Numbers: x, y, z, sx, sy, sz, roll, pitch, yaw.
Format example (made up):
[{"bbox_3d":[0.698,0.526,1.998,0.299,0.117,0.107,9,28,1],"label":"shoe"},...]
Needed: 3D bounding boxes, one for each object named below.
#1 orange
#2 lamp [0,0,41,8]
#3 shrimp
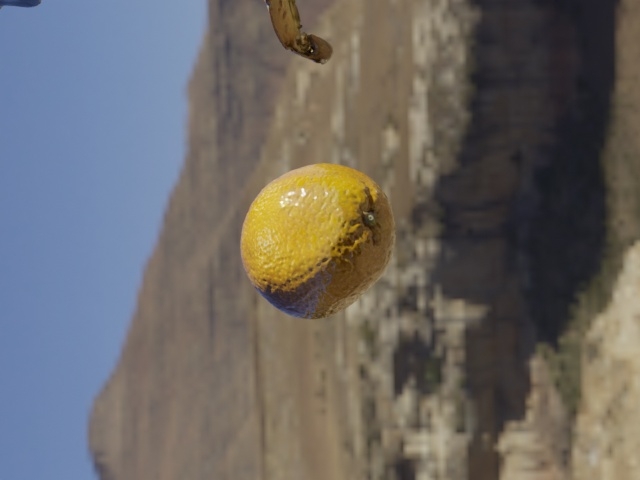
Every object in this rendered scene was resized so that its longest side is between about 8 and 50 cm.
[{"bbox_3d":[0.000,0.000,0.892,0.085,0.085,0.085,-1,-90,-88],"label":"orange"},{"bbox_3d":[-0.390,-0.223,1.304,0.272,0.374,0.205,149,135,-69],"label":"lamp"},{"bbox_3d":[0.008,-0.129,0.886,0.114,0.023,0.083,-17,-67,-46],"label":"shrimp"}]
